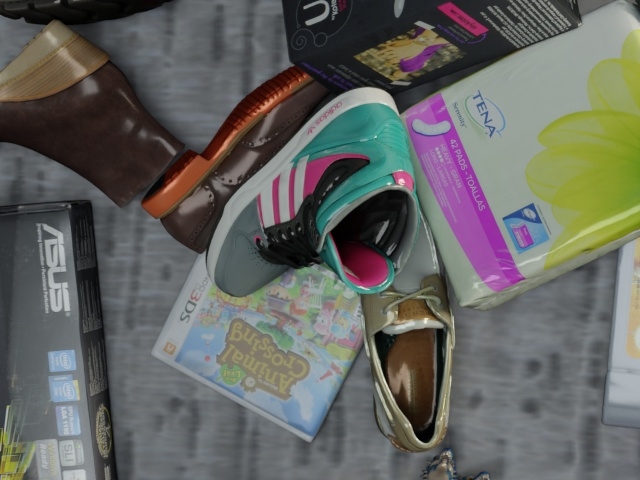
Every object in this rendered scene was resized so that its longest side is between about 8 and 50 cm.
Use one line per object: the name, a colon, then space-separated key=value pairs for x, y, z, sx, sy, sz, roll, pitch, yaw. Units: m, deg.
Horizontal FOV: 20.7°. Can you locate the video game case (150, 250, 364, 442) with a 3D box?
video game case: x=-0.058 y=0.093 z=1.962 sx=0.212 sy=0.023 sz=0.193 roll=28 pitch=99 yaw=9

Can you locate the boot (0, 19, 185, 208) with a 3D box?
boot: x=-0.297 y=-0.108 z=1.968 sx=0.248 sy=0.090 sz=0.207 roll=-36 pitch=102 yaw=31

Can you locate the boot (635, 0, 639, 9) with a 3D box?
boot: x=0.342 y=-0.309 z=1.791 sx=0.246 sy=0.161 sz=0.083 roll=37 pitch=127 yaw=-8

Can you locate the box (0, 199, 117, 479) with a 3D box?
box: x=-0.404 y=0.161 z=2.003 sx=0.318 sy=0.097 sz=0.394 roll=-4 pitch=92 yaw=9

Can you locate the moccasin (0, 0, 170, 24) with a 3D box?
moccasin: x=-0.195 y=-0.337 z=1.908 sx=0.380 sy=0.139 sz=0.147 roll=-19 pitch=83 yaw=15

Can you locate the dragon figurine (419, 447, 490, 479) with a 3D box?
dragon figurine: x=0.101 y=0.365 z=1.913 sx=0.085 sy=0.144 sz=0.289 roll=26 pitch=118 yaw=8

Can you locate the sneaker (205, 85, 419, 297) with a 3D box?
sneaker: x=0.000 y=0.000 z=1.821 sx=0.295 sy=0.124 sz=0.178 roll=-49 pitch=43 yaw=28

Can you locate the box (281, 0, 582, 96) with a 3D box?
box: x=0.107 y=-0.268 z=1.796 sx=0.270 sy=0.143 sz=0.165 roll=-17 pitch=65 yaw=24

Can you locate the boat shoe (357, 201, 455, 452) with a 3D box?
boat shoe: x=0.096 y=0.077 z=1.874 sx=0.113 sy=0.103 sz=0.302 roll=-11 pitch=95 yaw=-8

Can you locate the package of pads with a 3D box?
package of pads: x=0.240 y=-0.090 z=1.818 sx=0.297 sy=0.101 sz=0.229 roll=-26 pitch=74 yaw=18

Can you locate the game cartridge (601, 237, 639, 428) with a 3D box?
game cartridge: x=0.408 y=0.059 z=1.848 sx=0.198 sy=0.062 sz=0.297 roll=5 pitch=95 yaw=16

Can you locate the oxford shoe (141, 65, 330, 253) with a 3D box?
oxford shoe: x=-0.067 y=-0.099 z=1.924 sx=0.271 sy=0.097 sz=0.098 roll=-41 pitch=104 yaw=4
